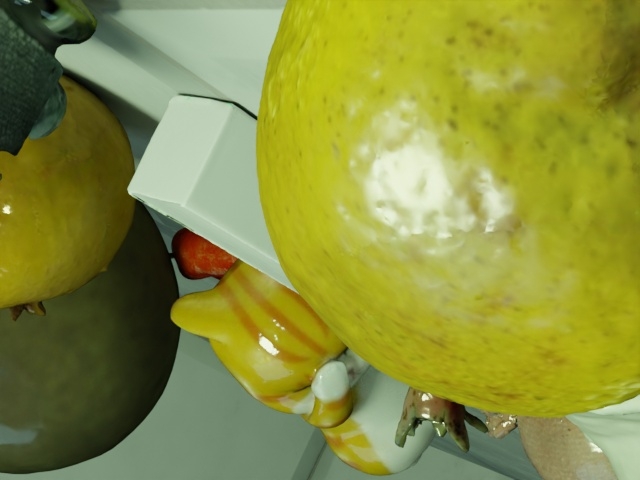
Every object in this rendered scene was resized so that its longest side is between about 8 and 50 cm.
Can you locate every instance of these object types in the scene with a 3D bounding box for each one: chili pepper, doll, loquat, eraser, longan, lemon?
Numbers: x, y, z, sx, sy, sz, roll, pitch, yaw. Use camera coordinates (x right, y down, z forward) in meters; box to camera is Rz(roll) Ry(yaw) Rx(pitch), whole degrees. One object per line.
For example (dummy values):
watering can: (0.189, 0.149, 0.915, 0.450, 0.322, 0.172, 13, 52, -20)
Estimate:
chili pepper: (-0.097, 0.010, 1.350, 0.272, 0.071, 0.063, 0, 114, 58)
doll: (0.296, 0.211, 1.156, 0.303, 0.156, 0.201, 26, 165, -30)
loquat: (-0.246, -0.042, 1.045, 0.208, 0.208, 0.208, 25, 171, 4)
eraser: (0.000, 0.001, 0.984, 0.298, 0.078, 0.076, 33, 167, -39)
longan: (-0.315, 0.068, 1.362, 0.361, 0.361, 0.361, 25, 171, 4)
doll: (0.020, 0.094, 1.168, 0.162, 0.167, 0.269, 34, 176, 45)
lemon: (0.062, -0.030, 0.404, 0.170, 0.170, 0.207, 27, 165, -7)

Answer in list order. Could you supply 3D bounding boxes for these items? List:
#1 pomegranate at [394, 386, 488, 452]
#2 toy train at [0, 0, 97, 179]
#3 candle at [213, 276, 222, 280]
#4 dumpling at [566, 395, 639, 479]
pomegranate: (0.078, 0.058, 0.866, 0.129, 0.159, 0.129, -2, 169, 0)
toy train: (-0.245, -0.138, 0.736, 0.177, 0.134, 0.261, 31, 173, 26)
candle: (-0.087, 0.029, 1.457, 0.130, 0.052, 0.052, 25, 171, 10)
dumpling: (0.299, 0.146, 0.732, 0.341, 0.181, 0.260, 53, 151, -19)
